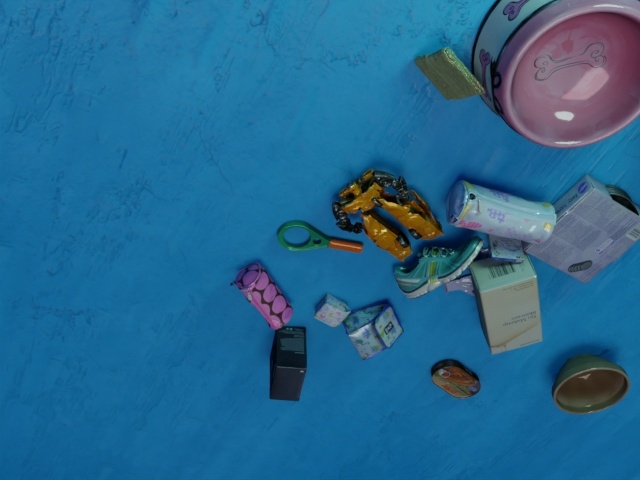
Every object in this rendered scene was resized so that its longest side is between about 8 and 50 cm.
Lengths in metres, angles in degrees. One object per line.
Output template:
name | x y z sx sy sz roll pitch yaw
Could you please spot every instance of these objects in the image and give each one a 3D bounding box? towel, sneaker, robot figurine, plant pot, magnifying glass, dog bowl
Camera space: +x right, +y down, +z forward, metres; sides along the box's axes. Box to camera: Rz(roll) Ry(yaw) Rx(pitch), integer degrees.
towel | 0.282 -0.360 1.652 0.148 0.027 0.110 38 158 -29
sneaker | 0.309 0.060 2.008 0.275 0.107 0.110 -33 97 30
robot figurine | 0.164 -0.069 1.901 0.211 0.085 0.291 -36 126 24
plant pot | 0.838 0.435 2.384 0.237 0.110 0.237 -2 133 -2
magnifying glass | 0.000 0.000 1.994 0.231 0.026 0.092 12 130 -12
dog bowl | 0.540 -0.374 1.613 0.408 0.150 0.408 -2 133 -2

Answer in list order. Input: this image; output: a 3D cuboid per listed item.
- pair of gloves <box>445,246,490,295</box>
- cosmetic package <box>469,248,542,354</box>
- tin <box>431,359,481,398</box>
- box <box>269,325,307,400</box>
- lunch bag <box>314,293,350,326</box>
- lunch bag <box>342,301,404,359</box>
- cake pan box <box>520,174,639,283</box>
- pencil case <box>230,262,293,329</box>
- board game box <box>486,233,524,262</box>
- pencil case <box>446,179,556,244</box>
pair of gloves | 0.419 0.089 2.102 0.159 0.023 0.198 -9 131 4
cosmetic package | 0.519 0.174 2.103 0.160 0.113 0.309 -18 136 6
tin | 0.430 0.442 2.410 0.106 0.040 0.189 -39 123 22
box | -0.096 0.359 2.215 0.093 0.158 0.156 5 131 -9
lunch bag | 0.034 0.202 2.156 0.083 0.053 0.071 30 122 -15
lunch bag | 0.156 0.255 2.191 0.151 0.096 0.129 -28 127 2
cake pan box | 0.702 -0.027 1.990 0.245 0.070 0.267 23 127 -25
pencil case | -0.154 0.159 2.073 0.095 0.098 0.209 -23 130 16
board game box | 0.486 0.014 1.994 0.090 0.090 0.020 6 147 -9
pencil case | 0.451 -0.071 1.899 0.273 0.113 0.124 13 150 -17
